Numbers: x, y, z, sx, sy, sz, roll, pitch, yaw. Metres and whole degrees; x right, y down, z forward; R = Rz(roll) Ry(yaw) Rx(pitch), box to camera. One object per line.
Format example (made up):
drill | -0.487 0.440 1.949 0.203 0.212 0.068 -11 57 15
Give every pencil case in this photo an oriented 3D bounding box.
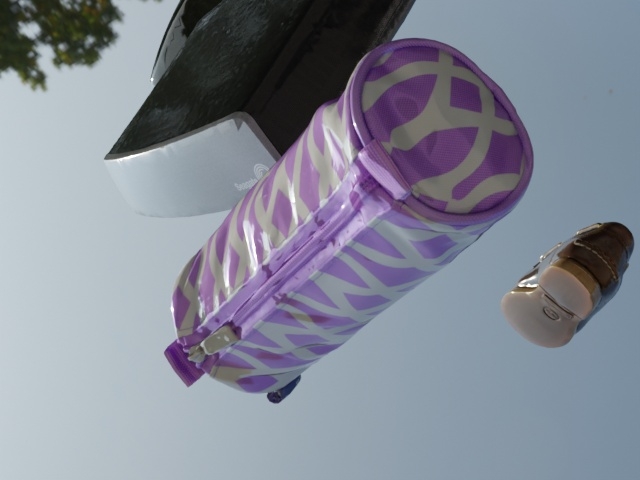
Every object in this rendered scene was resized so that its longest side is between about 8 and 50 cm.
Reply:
pencil case | 0.000 0.000 0.435 0.088 0.206 0.086 -26 -103 -39

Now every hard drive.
hard drive | -0.048 -0.096 0.619 0.054 0.255 0.172 38 -108 -23

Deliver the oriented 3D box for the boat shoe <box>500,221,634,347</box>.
boat shoe | 0.224 0.042 0.904 0.073 0.207 0.073 43 -107 5

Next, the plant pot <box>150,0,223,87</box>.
plant pot | -0.041 -0.202 1.003 0.187 0.167 0.188 42 -119 17
